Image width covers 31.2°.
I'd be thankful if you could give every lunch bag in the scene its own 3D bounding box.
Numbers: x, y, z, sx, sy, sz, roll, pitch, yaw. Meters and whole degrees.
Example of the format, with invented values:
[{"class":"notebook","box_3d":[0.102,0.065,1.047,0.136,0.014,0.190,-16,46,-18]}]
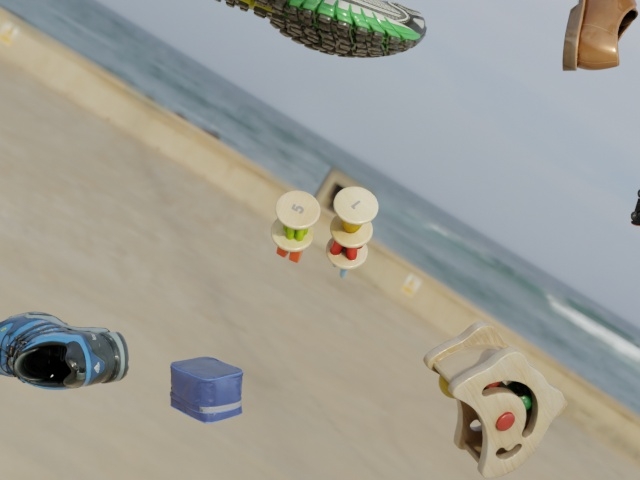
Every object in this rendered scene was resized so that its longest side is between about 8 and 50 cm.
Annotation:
[{"class":"lunch bag","box_3d":[-0.143,0.185,1.403,0.067,0.065,0.098,-6,13,-38]}]

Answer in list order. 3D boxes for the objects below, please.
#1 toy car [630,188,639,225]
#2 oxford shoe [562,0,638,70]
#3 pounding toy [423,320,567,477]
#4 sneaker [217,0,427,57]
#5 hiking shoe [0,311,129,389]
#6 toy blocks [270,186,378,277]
[{"class":"toy car","box_3d":[0.445,-0.049,1.420,0.040,0.060,0.122,26,-30,-34]},{"class":"oxford shoe","box_3d":[0.334,-0.285,1.333,0.076,0.212,0.076,7,-22,17]},{"class":"pounding toy","box_3d":[0.220,0.209,1.557,0.269,0.154,0.155,43,3,-40]},{"class":"sneaker","box_3d":[-0.020,-0.327,1.363,0.343,0.146,0.134,26,-9,-13]},{"class":"hiking shoe","box_3d":[-0.454,0.175,1.824,0.304,0.113,0.132,-2,3,31]},{"class":"toy blocks","box_3d":[0.000,0.000,1.379,0.123,0.054,0.148,-4,-32,-9]}]
